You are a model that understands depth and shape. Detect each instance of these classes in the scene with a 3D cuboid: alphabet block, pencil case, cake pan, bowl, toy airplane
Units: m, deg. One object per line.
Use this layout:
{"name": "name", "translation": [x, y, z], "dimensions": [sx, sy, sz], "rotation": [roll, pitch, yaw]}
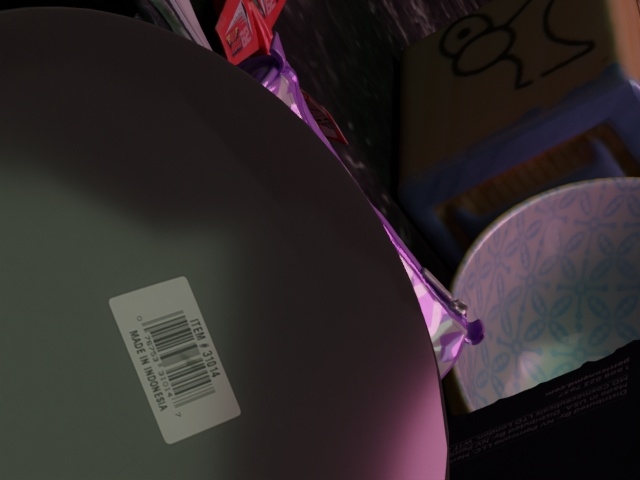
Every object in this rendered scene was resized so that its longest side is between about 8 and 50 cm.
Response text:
{"name": "alphabet block", "translation": [0.181, -0.066, 1.116], "dimensions": [0.193, 0.192, 0.197], "rotation": [52, 25, -29]}
{"name": "pencil case", "translation": [0.000, 0.000, 0.774], "dimensions": [0.206, 0.088, 0.086], "rotation": [51, 23, -25]}
{"name": "cake pan", "translation": [-0.065, 0.049, 0.487], "dimensions": [0.293, 0.054, 0.293], "rotation": [21, 57, -36]}
{"name": "bowl", "translation": [0.207, 0.116, 0.961], "dimensions": [0.156, 0.289, 0.289], "rotation": [100, -14, -50]}
{"name": "toy airplane", "translation": [-0.033, -0.116, 0.909], "dimensions": [0.151, 0.028, 0.151], "rotation": [46, 29, -35]}

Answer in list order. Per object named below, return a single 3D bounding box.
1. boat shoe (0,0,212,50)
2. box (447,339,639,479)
{"name": "boat shoe", "translation": [-0.082, -0.052, 0.630], "dimensions": [0.301, 0.108, 0.102], "rotation": [65, 22, 11]}
{"name": "box", "translation": [0.141, 0.253, 0.670], "dimensions": [0.296, 0.183, 0.294], "rotation": [58, 23, -14]}
